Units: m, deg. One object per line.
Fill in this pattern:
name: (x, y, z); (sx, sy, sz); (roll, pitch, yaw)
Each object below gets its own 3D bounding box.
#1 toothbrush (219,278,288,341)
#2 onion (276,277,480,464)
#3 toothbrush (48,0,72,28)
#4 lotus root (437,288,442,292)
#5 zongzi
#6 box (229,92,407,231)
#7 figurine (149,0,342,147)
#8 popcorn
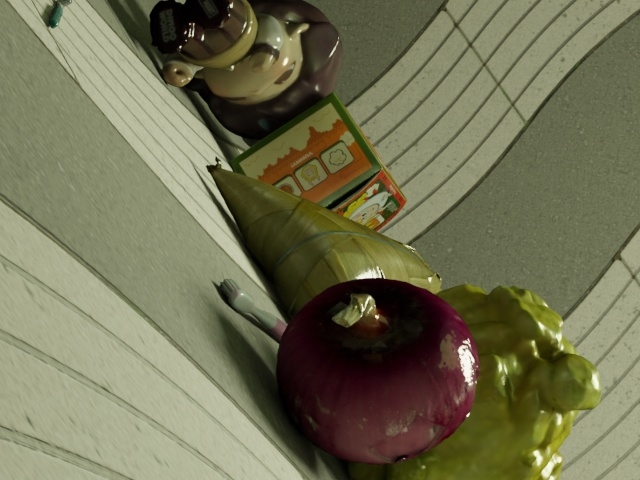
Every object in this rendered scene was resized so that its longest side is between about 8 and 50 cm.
toothbrush: (-0.044, 0.083, 1.607); (0.025, 0.020, 0.286); (51, 2, 23)
onion: (0.049, 0.107, 1.420); (0.177, 0.177, 0.153); (-108, -160, -75)
toothbrush: (-0.247, -0.218, 1.573); (0.167, 0.014, 0.011); (-109, 175, -74)
lotus root: (0.143, 0.130, 2.604); (0.169, 0.151, 0.343); (45, 2, 5)
zongzi: (0.000, 0.000, 1.922); (0.256, 0.115, 0.228); (49, 28, 20)
box: (0.003, -0.079, 2.332); (0.148, 0.177, 0.195); (57, 4, 17)
figurine: (-0.091, -0.244, 2.240); (0.206, 0.218, 0.365); (48, 11, 6)
popcorn: (0.148, 0.169, 1.592); (0.235, 0.250, 0.242); (48, 5, -16)
